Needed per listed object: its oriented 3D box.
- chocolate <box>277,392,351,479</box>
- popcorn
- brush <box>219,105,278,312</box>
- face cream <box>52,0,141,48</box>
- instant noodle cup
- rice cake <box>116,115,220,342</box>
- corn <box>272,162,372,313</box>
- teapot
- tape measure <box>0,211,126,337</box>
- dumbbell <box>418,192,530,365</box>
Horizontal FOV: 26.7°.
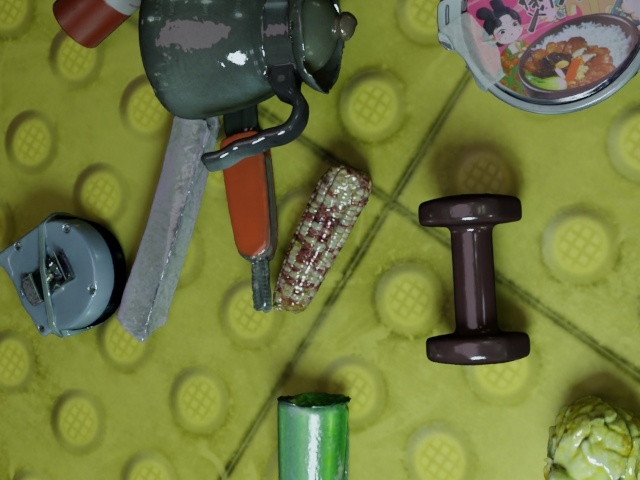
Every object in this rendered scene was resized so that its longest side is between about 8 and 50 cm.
[{"bbox_3d":[-0.013,0.363,1.902,0.110,0.110,0.291,4,94,26],"label":"chocolate"},{"bbox_3d":[0.345,0.265,1.707,0.141,0.162,0.135,-135,30,-56],"label":"popcorn"},{"bbox_3d":[-0.099,-0.052,1.953,0.070,0.051,0.323,-11,74,20],"label":"brush"},{"bbox_3d":[-0.300,-0.392,2.036,0.214,0.096,0.096,-38,75,21],"label":"face cream"},{"bbox_3d":[0.318,-0.281,1.690,0.302,0.181,0.258,12,96,26],"label":"instant noodle cup"},{"bbox_3d":[-0.225,-0.026,2.022,0.073,0.056,0.365,20,99,25],"label":"rice cake"},{"bbox_3d":[0.000,0.000,1.906,0.079,0.079,0.237,30,105,23],"label":"corn"},{"bbox_3d":[-0.094,-0.266,1.844,0.285,0.305,0.223,-3,124,19],"label":"teapot"},{"bbox_3d":[-0.391,0.051,2.078,0.181,0.107,0.182,-40,71,27],"label":"tape measure"},{"bbox_3d":[0.202,0.051,1.771,0.124,0.140,0.225,-4,88,36],"label":"dumbbell"}]
